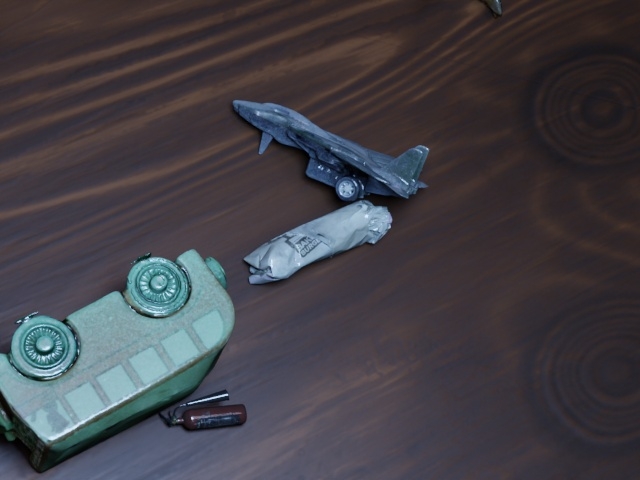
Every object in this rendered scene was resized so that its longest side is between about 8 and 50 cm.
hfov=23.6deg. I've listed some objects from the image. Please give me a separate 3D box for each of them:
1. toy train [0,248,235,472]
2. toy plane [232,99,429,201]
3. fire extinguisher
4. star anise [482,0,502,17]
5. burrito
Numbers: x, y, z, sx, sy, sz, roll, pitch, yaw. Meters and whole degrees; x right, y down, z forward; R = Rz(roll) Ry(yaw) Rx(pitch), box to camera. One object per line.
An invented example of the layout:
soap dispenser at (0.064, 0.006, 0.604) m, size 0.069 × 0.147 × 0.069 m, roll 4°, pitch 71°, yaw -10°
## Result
toy train at (-0.231, 0.131, 1.751) m, size 0.326 × 0.129 × 0.159 m, roll -29°, pitch 78°, yaw -26°
toy plane at (0.003, -0.111, 1.962) m, size 0.267 × 0.212 × 0.088 m, roll 18°, pitch 102°, yaw 12°
fire extinguisher at (-0.135, 0.199, 1.793) m, size 0.100 × 0.046 × 0.032 m, roll -3°, pitch 53°, yaw -20°
star anise at (0.198, -0.445, 2.181) m, size 0.288 × 0.088 × 0.288 m, roll 10°, pitch 66°, yaw -24°
burrito at (0.000, 0.000, 1.923) m, size 0.203 × 0.064 × 0.064 m, roll -22°, pitch 73°, yaw -24°
